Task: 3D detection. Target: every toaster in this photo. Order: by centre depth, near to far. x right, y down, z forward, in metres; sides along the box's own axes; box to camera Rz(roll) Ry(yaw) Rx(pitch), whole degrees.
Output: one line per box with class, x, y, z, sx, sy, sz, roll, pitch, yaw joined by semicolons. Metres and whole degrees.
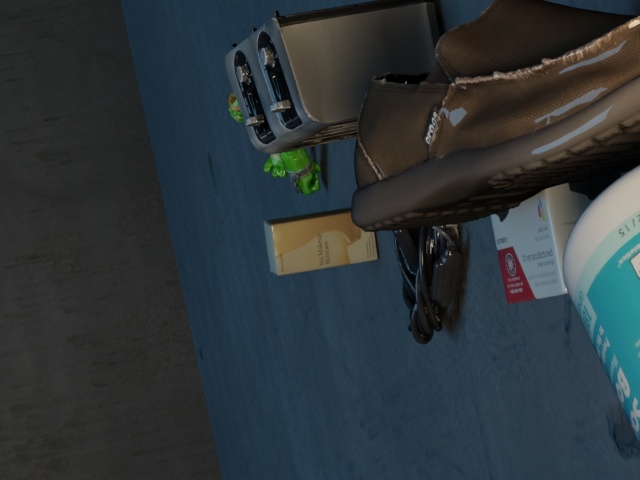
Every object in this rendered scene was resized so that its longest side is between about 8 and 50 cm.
toaster;0.022;-0.155;1.614;0.168;0.186;0.110;162;95;-69

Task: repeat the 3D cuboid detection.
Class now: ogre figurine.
ogre figurine;-0.055;-0.160;2.098;0.118;0.097;0.197;67;-160;-60

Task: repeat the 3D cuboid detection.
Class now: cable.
cable;0.092;0.011;1.692;0.184;0.047;0.150;92;162;-44

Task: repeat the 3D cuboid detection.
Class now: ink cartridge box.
ink cartridge box;0.168;-0.049;1.263;0.127;0.072;0.175;156;103;-77

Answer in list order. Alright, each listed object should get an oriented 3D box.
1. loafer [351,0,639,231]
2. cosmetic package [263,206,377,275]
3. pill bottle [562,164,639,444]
loafer;0.124;-0.096;1.104;0.366;0.134;0.130;-19;80;53
cosmetic package;0.000;0.000;1.919;0.041;0.115;0.060;-157;57;-74
pill bottle;0.236;0.084;0.916;0.146;0.146;0.264;95;160;-49
